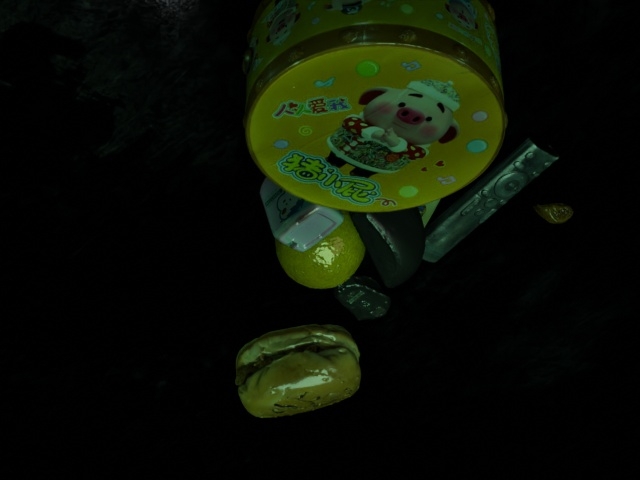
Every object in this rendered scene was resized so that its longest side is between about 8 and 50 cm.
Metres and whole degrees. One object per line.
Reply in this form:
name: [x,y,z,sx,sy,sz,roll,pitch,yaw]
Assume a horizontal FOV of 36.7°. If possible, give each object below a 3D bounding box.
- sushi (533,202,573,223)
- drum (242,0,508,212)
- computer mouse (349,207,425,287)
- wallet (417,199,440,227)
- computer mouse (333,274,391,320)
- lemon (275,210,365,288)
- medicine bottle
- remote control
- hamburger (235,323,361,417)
sushi: [0.538,-0.064,2.223,0.099,0.047,0.050,13,90,-22]
drum: [0.082,-0.245,1.550,0.431,0.214,0.431,-1,146,0]
computer mouse: [0.148,-0.030,1.927,0.100,0.170,0.269,-11,132,22]
wallet: [0.190,-0.064,2.063,0.110,0.039,0.155,-5,142,-26]
computer mouse: [0.096,0.125,2.251,0.099,0.057,0.172,-37,129,24]
lemon: [0.000,0.000,1.934,0.187,0.187,0.244,-17,135,-4]
medicine bottle: [-0.045,-0.087,1.792,0.119,0.188,0.094,-38,141,22]
remote control: [0.351,-0.083,2.113,0.107,0.044,0.377,16,131,-44]
hamburger: [-0.050,0.324,2.348,0.305,0.174,0.284,-12,155,0]
